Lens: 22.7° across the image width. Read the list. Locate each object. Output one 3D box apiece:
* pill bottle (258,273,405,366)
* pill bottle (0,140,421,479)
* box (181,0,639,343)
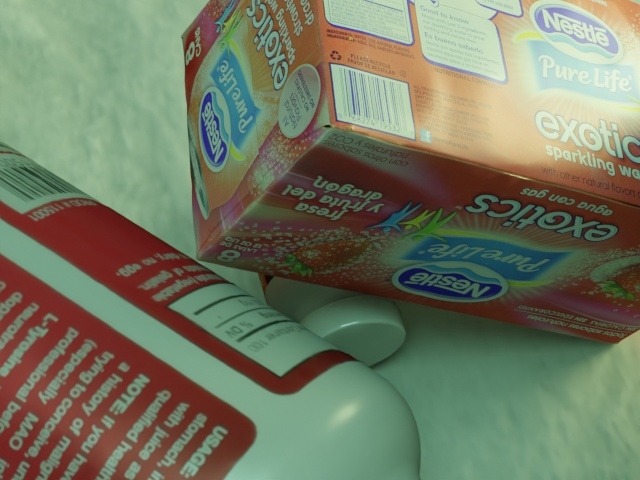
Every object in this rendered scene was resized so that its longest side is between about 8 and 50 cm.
[{"bbox_3d":[0.000,0.000,0.974,0.086,0.086,0.152,-15,61,-4],"label":"pill bottle"},{"bbox_3d":[-0.099,0.123,0.836,0.407,0.229,0.229,31,68,19],"label":"pill bottle"},{"bbox_3d":[0.086,-0.058,0.888,0.299,0.142,0.154,11,57,-30],"label":"box"}]
